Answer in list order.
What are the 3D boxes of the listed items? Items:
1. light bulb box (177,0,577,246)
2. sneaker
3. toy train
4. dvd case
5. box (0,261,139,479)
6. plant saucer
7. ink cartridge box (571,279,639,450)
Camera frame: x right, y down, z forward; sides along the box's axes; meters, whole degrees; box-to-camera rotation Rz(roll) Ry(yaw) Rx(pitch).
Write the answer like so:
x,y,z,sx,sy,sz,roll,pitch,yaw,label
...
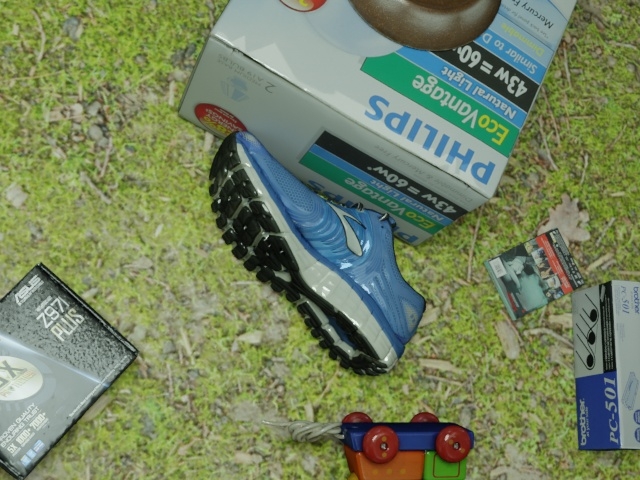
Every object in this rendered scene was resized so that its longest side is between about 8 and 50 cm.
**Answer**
x,y,z,sx,sy,sz,roll,pitch,yaw,label
0.076,-0.247,1.138,0.358,0.225,0.361,29,69,-8,light bulb box
0.000,0.000,1.123,0.330,0.130,0.147,51,58,-7,sneaker
0.049,0.275,1.076,0.248,0.105,0.143,3,89,-16,toy train
0.283,0.043,1.242,0.120,0.013,0.087,-24,84,-22,dvd case
-0.309,0.140,1.005,0.147,0.077,0.180,43,69,-2,box
0.115,-0.305,1.025,0.199,0.036,0.198,4,75,-15,plant saucer
0.366,0.160,1.193,0.046,0.097,0.207,5,76,-16,ink cartridge box
